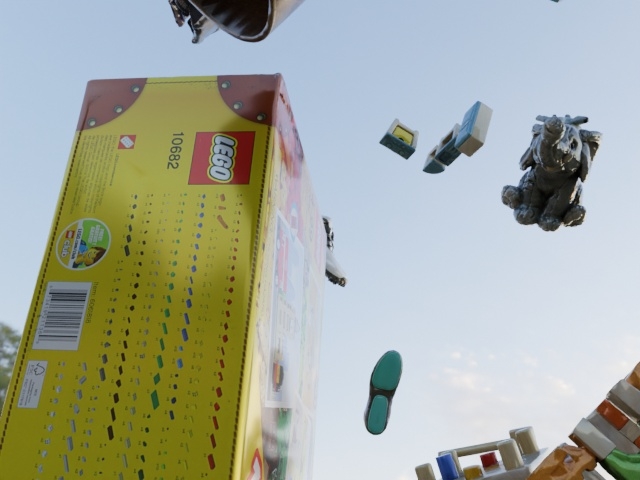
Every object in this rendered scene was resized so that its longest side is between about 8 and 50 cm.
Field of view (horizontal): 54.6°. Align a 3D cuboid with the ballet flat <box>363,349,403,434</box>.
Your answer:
[{"bbox_3d":[0.082,0.204,0.839,0.041,0.114,0.041,16,-11,3],"label":"ballet flat"}]

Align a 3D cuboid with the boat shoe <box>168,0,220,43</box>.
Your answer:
[{"bbox_3d":[-0.180,-0.465,1.076,0.127,0.158,0.340,48,-16,4],"label":"boat shoe"}]

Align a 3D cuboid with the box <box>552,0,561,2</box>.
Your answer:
[{"bbox_3d":[0.391,-0.437,0.952,0.060,0.244,0.100,30,-52,21],"label":"box"}]

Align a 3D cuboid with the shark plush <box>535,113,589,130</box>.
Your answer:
[{"bbox_3d":[0.502,-0.247,1.311,0.067,0.161,0.073,-8,-50,-8],"label":"shark plush"}]

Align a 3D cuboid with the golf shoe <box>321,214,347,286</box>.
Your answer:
[{"bbox_3d":[0.000,0.000,1.203,0.198,0.094,0.077,49,-4,17],"label":"golf shoe"}]

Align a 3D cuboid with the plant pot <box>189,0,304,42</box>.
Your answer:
[{"bbox_3d":[-0.010,-0.280,0.380,0.215,0.230,0.215,47,-12,14],"label":"plant pot"}]

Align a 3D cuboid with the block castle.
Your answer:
[{"bbox_3d":[0.479,0.348,0.929,0.213,0.453,0.303,44,-9,27],"label":"block castle"}]

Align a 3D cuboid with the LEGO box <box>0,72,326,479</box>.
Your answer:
[{"bbox_3d":[-0.119,0.147,0.630,0.193,0.499,0.372,0,-23,8],"label":"LEGO box"}]

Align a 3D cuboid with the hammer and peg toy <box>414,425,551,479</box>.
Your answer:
[{"bbox_3d":[0.363,0.505,1.345,0.266,0.127,0.361,-25,-19,22],"label":"hammer and peg toy"}]

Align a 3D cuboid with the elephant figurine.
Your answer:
[{"bbox_3d":[0.437,-0.148,1.136,0.170,0.186,0.239,-4,-55,-7],"label":"elephant figurine"}]

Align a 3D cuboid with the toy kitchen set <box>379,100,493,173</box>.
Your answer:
[{"bbox_3d":[0.249,-0.237,1.392,0.166,0.122,0.207,30,-38,-9],"label":"toy kitchen set"}]
